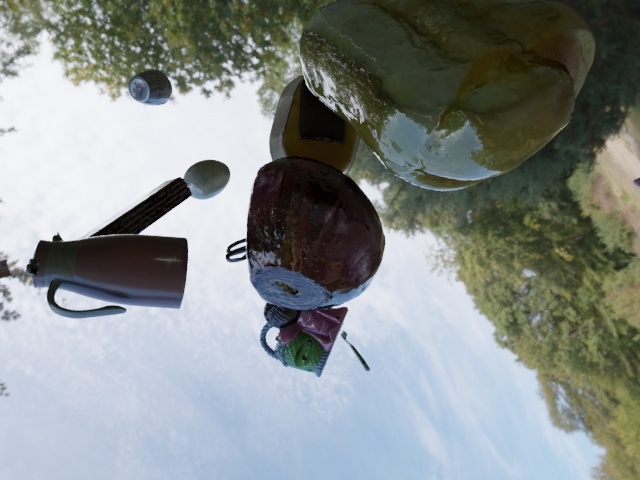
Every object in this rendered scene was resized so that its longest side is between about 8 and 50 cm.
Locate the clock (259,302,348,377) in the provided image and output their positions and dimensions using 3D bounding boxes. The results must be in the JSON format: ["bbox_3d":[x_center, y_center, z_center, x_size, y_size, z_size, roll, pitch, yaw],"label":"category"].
[{"bbox_3d":[-0.053,0.210,1.076,0.195,0.194,0.100,24,-174,6],"label":"clock"}]

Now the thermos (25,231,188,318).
[{"bbox_3d":[-0.397,0.065,0.853,0.264,0.146,0.177,5,-129,-24],"label":"thermos"}]

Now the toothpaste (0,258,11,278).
[{"bbox_3d":[-0.860,0.092,1.076,0.196,0.040,0.047,-27,-70,-59],"label":"toothpaste"}]

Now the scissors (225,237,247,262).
[{"bbox_3d":[-0.135,-0.005,1.300,0.109,0.299,0.022,-103,-7,-59],"label":"scissors"}]

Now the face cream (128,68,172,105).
[{"bbox_3d":[-0.440,-0.395,1.159,0.091,0.091,0.095,53,-152,-7],"label":"face cream"}]

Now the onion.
[{"bbox_3d":[0.000,0.000,0.904,0.282,0.259,0.337,-69,-18,-46],"label":"onion"}]

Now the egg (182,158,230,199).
[{"bbox_3d":[-0.449,-0.246,1.781,0.209,0.151,0.151,-39,-84,-37],"label":"egg"}]

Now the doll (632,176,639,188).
[{"bbox_3d":[0.765,-0.166,0.933,0.261,0.211,0.093,32,-159,-35],"label":"doll"}]

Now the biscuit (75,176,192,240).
[{"bbox_3d":[-0.540,-0.060,1.286,0.388,0.107,0.073,-46,-60,-36],"label":"biscuit"}]

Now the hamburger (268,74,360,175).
[{"bbox_3d":[-0.008,-0.270,1.112,0.226,0.151,0.296,19,-94,-15],"label":"hamburger"}]

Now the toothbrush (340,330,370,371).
[{"bbox_3d":[0.113,0.364,1.487,0.018,0.024,0.257,19,-170,-20],"label":"toothbrush"}]

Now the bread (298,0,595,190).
[{"bbox_3d":[0.177,-0.210,0.616,0.341,0.300,0.210,50,169,34],"label":"bread"}]
